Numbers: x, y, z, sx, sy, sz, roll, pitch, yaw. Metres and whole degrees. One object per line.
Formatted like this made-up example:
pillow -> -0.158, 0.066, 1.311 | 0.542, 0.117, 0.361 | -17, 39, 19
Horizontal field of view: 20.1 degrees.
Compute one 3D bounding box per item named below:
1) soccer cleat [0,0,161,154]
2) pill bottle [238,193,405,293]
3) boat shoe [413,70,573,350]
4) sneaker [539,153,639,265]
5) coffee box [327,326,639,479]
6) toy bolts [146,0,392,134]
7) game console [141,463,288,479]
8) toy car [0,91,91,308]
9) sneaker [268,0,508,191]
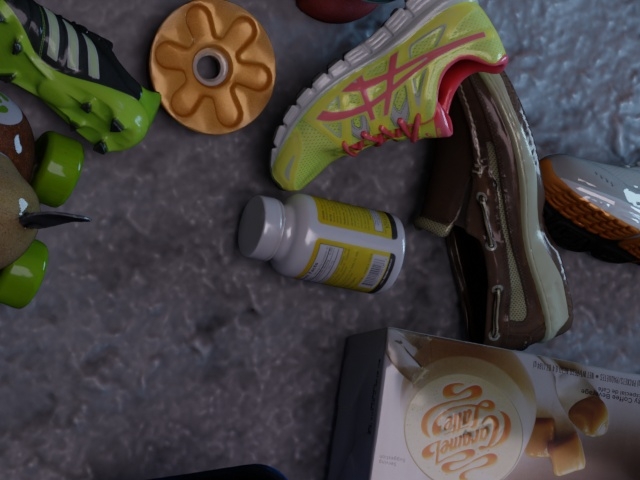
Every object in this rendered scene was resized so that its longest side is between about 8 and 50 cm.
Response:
soccer cleat -> -0.191, -0.134, 1.279 | 0.179, 0.060, 0.072 | 41, 39, -10
pill bottle -> 0.000, 0.000, 1.361 | 0.116, 0.065, 0.065 | 13, 84, -26
boat shoe -> 0.119, -0.031, 1.406 | 0.095, 0.095, 0.257 | -21, 99, -18
sneaker -> 0.278, -0.038, 1.490 | 0.262, 0.099, 0.121 | 20, 73, -32
coffee box -> 0.140, 0.158, 1.384 | 0.246, 0.098, 0.141 | 12, 79, -17
toy bolts -> -0.017, -0.191, 1.302 | 0.228, 0.158, 0.218 | -5, 92, -26
game console -> -0.121, 0.324, 1.239 | 0.250, 0.173, 0.293 | -22, 98, -26
toy car -> -0.224, -0.036, 1.183 | 0.155, 0.188, 0.149 | 22, 80, -24
sneaker -> 0.051, -0.100, 1.339 | 0.208, 0.081, 0.094 | -42, 79, 7
